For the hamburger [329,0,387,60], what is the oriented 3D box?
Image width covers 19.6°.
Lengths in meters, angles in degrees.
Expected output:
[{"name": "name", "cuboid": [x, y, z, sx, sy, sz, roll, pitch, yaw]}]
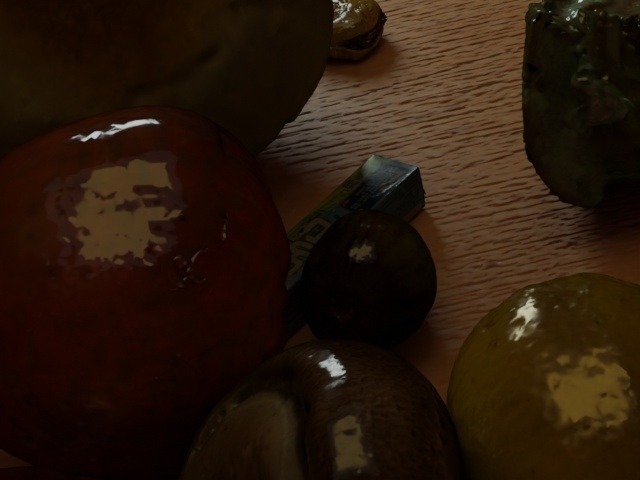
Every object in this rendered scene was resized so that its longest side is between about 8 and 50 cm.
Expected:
[{"name": "hamburger", "cuboid": [0.019, -0.204, 1.751, 0.083, 0.044, 0.076, 8, 40, 29]}]

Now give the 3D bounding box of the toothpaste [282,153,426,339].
[{"name": "toothpaste", "cuboid": [0.000, 0.000, 1.486, 0.070, 0.044, 0.193, 19, 47, 34]}]

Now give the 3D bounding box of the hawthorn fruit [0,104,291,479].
[{"name": "hawthorn fruit", "cuboid": [-0.171, 0.046, 1.299, 0.307, 0.276, 0.276, -11, 37, -3]}]

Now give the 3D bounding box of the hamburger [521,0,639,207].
[{"name": "hamburger", "cuboid": [0.254, -0.129, 1.484, 0.167, 0.192, 0.288, 6, 18, 14]}]

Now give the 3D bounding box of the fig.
[{"name": "fig", "cuboid": [0.043, 0.022, 1.403, 0.109, 0.103, 0.155, -20, 16, 29]}]

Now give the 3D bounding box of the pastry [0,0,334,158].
[{"name": "pastry", "cuboid": [-0.180, -0.211, 1.580, 0.388, 0.389, 0.312, -11, -5, 2]}]

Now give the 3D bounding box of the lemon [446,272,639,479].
[{"name": "lemon", "cuboid": [0.169, 0.122, 1.158, 0.188, 0.188, 0.257, -10, 39, 4]}]

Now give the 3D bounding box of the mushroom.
[{"name": "mushroom", "cuboid": [-0.008, 0.176, 1.123, 0.253, 0.153, 0.253, -41, 36, 38]}]

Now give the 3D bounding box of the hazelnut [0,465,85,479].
[{"name": "hazelnut", "cuboid": [-0.185, 0.255, 1.071, 0.217, 0.217, 0.252, 14, 83, 31]}]
